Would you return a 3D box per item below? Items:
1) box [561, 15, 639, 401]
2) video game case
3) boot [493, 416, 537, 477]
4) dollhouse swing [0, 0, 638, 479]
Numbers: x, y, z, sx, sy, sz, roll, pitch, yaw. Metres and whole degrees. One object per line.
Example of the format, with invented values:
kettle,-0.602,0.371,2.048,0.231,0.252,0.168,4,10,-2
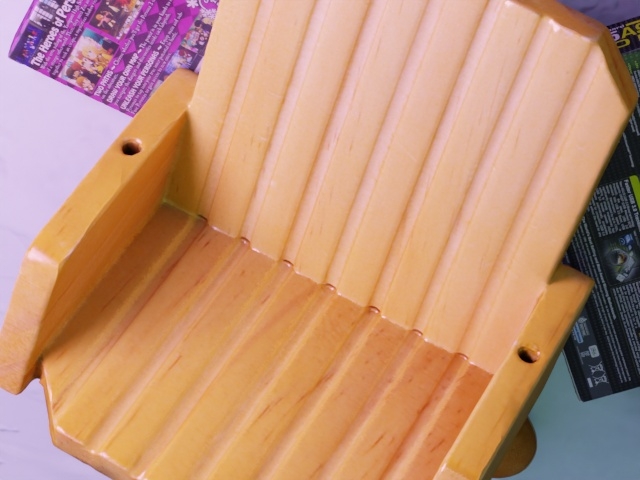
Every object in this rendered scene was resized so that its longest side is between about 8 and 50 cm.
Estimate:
box,0.253,-0.031,1.416,0.216,0.060,0.270,-18,116,9
video game case,-0.090,-0.181,1.435,0.210,0.042,0.232,24,126,-15
boot,0.065,0.156,1.548,0.295,0.211,0.104,36,111,-19
dollhouse swing,0.000,0.000,1.311,0.347,0.315,0.305,29,144,10
